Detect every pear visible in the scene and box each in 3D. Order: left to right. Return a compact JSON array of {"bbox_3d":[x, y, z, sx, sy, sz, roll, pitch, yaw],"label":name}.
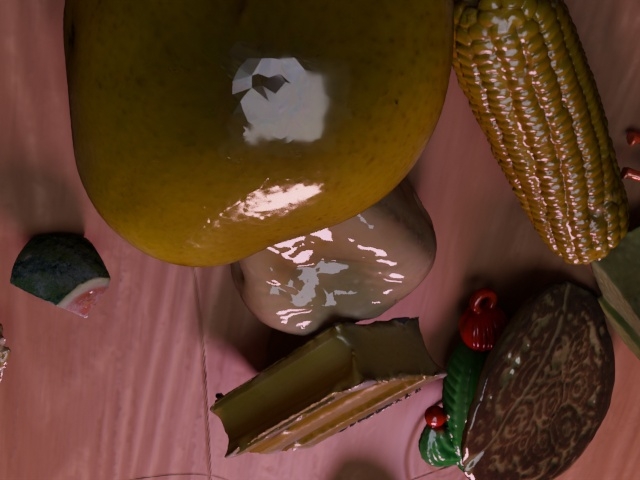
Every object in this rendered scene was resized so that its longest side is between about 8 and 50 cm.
[{"bbox_3d":[-0.058,-0.146,1.176,0.340,0.191,0.386,27,104,-9],"label":"pear"}]

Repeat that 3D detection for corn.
[{"bbox_3d":[0.208,-0.119,1.354,0.120,0.120,0.363,-22,128,7],"label":"corn"}]

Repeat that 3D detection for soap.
[{"bbox_3d":[0.003,0.154,1.488,0.135,0.076,0.233,-1,156,-44],"label":"soap"}]

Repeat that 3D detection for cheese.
[{"bbox_3d":[0.000,0.000,1.408,0.235,0.117,0.218,22,122,-21],"label":"cheese"}]

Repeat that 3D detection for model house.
[{"bbox_3d":[0.414,0.093,1.496,0.195,0.189,0.214,-23,138,6],"label":"model house"}]

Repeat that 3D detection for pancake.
[{"bbox_3d":[0.244,0.169,1.558,0.250,0.031,0.250,-19,119,-39],"label":"pancake"}]

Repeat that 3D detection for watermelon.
[{"bbox_3d":[-0.260,0.041,1.406,0.092,0.084,0.072,-15,122,-25],"label":"watermelon"}]

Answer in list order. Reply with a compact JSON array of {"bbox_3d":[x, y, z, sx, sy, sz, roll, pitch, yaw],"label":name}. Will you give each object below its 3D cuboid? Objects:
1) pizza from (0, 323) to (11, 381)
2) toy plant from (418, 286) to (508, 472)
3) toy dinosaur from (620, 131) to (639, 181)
[{"bbox_3d":[-0.391,0.146,1.478,0.194,0.069,0.154,-45,122,15],"label":"pizza"},{"bbox_3d":[0.195,0.162,1.592,0.154,0.088,0.240,6,114,-29],"label":"toy plant"},{"bbox_3d":[0.353,-0.072,1.456,0.101,0.055,0.279,17,136,-23],"label":"toy dinosaur"}]
